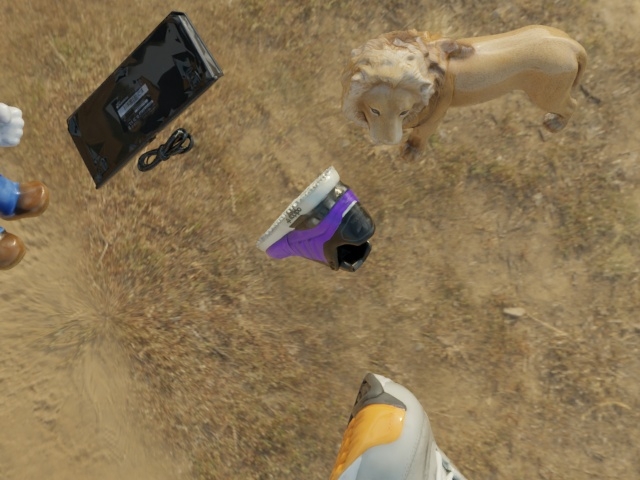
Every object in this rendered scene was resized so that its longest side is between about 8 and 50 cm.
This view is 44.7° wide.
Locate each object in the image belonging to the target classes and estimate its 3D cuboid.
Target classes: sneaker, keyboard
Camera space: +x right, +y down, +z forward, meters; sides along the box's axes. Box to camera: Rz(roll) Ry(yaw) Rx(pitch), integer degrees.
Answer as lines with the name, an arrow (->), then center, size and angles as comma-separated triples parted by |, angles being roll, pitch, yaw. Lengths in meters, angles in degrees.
sneaker -> 0.079, 0.171, 0.481 | 0.121, 0.262, 0.099 | 9, 55, 21
sneaker -> 0.000, 0.001, 1.225 | 0.146, 0.293, 0.102 | 42, 67, -4
keyboard -> -0.161, -0.116, 0.723 | 0.023, 0.180, 0.108 | -11, 69, -58

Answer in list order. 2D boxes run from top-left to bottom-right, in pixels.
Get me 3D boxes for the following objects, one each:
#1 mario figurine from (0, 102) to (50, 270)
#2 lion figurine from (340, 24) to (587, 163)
mario figurine -> -0.447, -0.090, 0.915 | 0.170, 0.320, 0.198 | -31, 51, 8
lion figurine -> 0.201, -0.208, 0.987 | 0.392, 0.240, 0.142 | -20, 73, -12
